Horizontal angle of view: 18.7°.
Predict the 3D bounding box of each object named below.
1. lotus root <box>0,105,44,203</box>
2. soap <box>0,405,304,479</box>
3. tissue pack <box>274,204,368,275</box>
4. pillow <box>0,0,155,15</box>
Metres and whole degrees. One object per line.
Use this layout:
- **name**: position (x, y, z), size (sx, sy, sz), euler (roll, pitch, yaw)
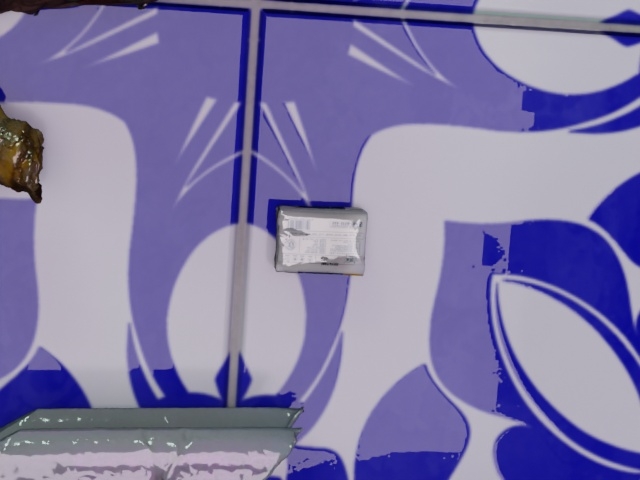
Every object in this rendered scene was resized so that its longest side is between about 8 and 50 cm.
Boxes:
- **lotus root**: position (-0.385, -0.093, 1.672), size (0.303, 0.131, 0.146), euler (8, 120, -7)
- **soap**: position (-0.161, 0.282, 1.734), size (0.302, 0.159, 0.258), euler (-1, 94, -5)
- **tissue pack**: position (0.000, 0.000, 1.774), size (0.083, 0.042, 0.062), euler (2, 96, -7)
- **pillow**: position (-0.247, -0.219, 1.670), size (0.248, 0.135, 0.049), euler (-3, 87, -6)
